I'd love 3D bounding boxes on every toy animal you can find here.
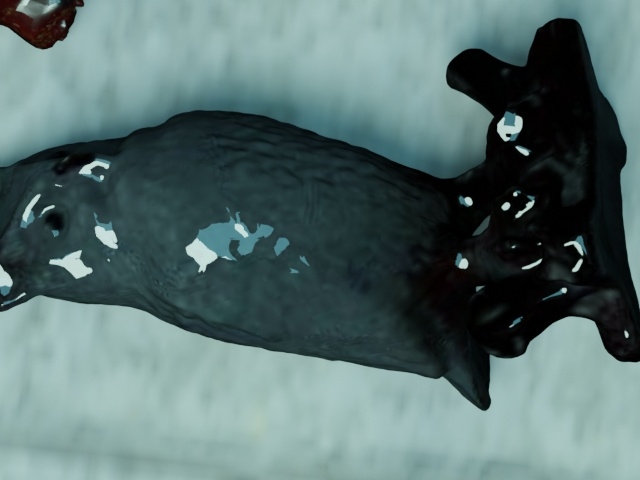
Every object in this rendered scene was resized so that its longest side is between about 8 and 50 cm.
[{"bbox_3d":[-0.003,0.002,0.565,0.210,0.121,0.117,-4,138,8],"label":"toy animal"}]

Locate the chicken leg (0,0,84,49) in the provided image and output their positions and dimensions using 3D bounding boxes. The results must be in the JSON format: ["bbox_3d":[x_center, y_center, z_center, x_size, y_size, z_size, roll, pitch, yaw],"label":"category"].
[{"bbox_3d":[-0.150,-0.066,0.544,0.219,0.048,0.089,-38,94,-5],"label":"chicken leg"}]
